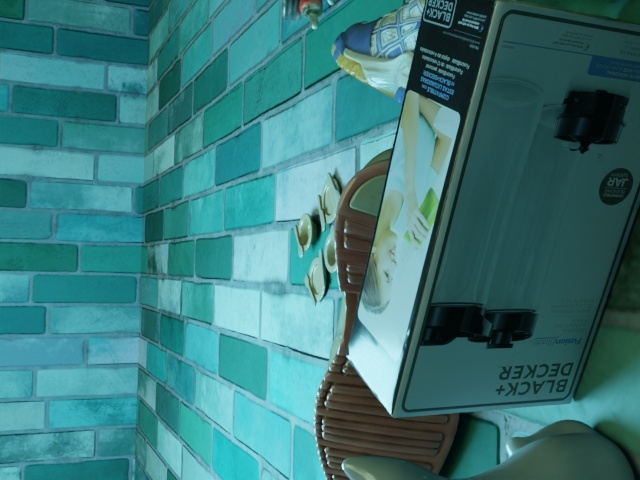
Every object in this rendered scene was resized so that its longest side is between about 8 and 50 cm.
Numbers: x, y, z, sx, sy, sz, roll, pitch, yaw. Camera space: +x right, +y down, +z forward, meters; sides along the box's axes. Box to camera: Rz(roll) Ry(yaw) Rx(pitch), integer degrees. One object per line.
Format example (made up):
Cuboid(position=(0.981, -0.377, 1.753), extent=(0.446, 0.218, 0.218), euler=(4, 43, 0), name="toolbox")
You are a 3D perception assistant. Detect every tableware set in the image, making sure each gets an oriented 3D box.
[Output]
Cuboid(position=(0.000, 0.000, 1.080), extent=(0.169, 0.020, 0.141), euler=(123, 143, -51), name="tableware set")

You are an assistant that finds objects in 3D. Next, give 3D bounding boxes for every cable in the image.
Cuboid(position=(-0.011, -0.431, 1.132), extent=(0.139, 0.072, 0.287), euler=(118, 159, -54), name="cable")

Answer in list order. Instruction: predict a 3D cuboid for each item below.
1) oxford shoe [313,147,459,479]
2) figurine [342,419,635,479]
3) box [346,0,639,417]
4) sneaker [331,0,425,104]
Cuboid(position=(0.079, 0.098, 0.786), extent=(0.146, 0.140, 0.397), euler=(-61, -21, -66), name="oxford shoe")
Cuboid(position=(0.128, 0.217, 0.491), extent=(0.215, 0.209, 0.092), euler=(-114, 34, -48), name="figurine")
Cuboid(position=(0.135, -0.020, 0.559), extent=(0.087, 0.169, 0.290), euler=(-133, 50, -57), name="box")
Cuboid(position=(0.110, -0.189, 0.751), extent=(0.131, 0.111, 0.296), euler=(-63, 30, 12), name="sneaker")
